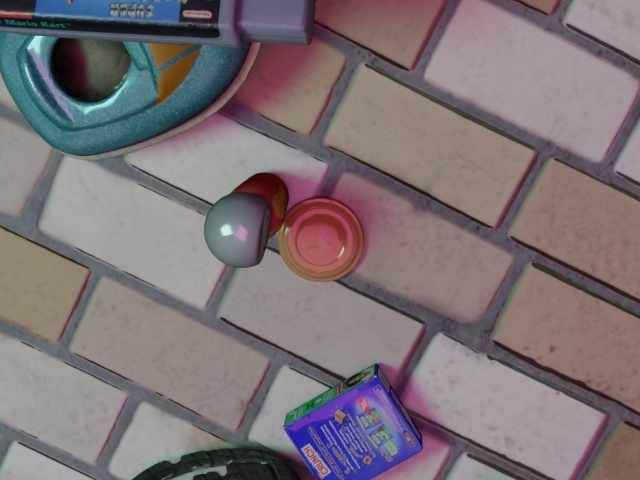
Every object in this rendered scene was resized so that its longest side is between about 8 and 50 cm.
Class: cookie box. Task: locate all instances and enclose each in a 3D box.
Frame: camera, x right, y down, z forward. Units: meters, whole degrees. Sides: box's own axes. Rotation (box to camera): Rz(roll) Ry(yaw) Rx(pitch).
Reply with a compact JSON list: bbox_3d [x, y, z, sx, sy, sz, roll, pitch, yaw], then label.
[{"bbox_3d":[0.032,0.188,1.295,0.107,0.040,0.092,-30,99,10],"label":"cookie box"}]

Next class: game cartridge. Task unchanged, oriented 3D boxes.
[{"bbox_3d":[-0.172,-0.278,1.094,0.355,0.068,0.230,4,77,8],"label":"game cartridge"}]

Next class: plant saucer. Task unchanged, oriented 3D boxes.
[{"bbox_3d":[0.000,0.000,1.271,0.083,0.013,0.083,1,102,5],"label":"plant saucer"}]

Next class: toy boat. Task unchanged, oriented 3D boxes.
[{"bbox_3d":[-0.131,-0.125,1.176,0.267,0.148,0.318,-32,101,18],"label":"toy boat"}]

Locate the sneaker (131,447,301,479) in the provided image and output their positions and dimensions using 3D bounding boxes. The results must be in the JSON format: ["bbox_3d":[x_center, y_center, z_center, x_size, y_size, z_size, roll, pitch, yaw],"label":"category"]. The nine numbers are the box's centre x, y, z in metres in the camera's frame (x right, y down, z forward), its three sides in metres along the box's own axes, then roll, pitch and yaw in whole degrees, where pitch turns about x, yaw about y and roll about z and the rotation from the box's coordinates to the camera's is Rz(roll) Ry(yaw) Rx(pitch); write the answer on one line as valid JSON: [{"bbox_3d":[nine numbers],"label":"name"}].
[{"bbox_3d":[-0.166,0.365,1.326,0.410,0.158,0.182,-38,128,9],"label":"sneaker"}]
